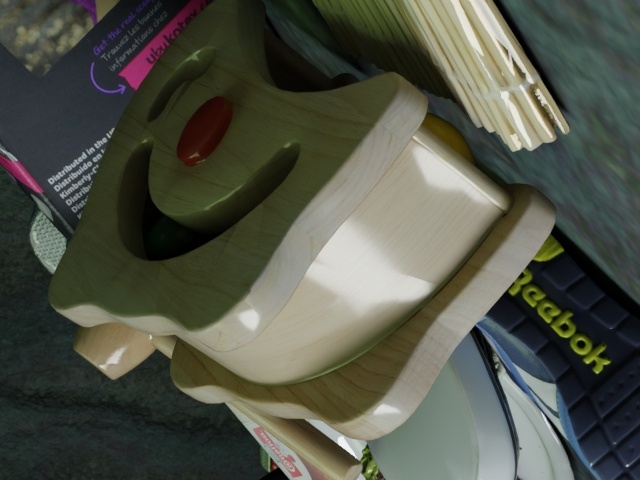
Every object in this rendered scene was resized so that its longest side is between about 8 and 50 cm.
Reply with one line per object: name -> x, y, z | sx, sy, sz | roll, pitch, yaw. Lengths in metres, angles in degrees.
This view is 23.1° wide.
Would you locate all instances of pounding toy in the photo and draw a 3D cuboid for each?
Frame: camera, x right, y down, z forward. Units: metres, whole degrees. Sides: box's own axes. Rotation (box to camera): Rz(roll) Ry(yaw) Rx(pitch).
pounding toy -> 0.000, 0.000, 0.625 | 0.155, 0.154, 0.269 | 36, 164, -27

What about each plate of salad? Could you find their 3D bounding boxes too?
plate of salad -> 0.063, 0.129, 0.957 | 0.199, 0.048, 0.200 | 24, 137, 24

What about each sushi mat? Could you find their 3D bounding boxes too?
sushi mat -> -0.037, -0.164, 0.474 | 0.316, 0.019, 0.151 | 54, 172, -30

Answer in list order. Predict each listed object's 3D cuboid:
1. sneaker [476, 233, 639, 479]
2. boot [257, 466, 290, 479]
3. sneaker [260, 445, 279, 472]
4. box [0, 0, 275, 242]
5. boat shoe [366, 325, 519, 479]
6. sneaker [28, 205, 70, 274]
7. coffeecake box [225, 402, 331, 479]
sneaker -> 0.104, 0.051, 0.599 | 0.144, 0.053, 0.059 | 54, 177, 24
boot -> 0.061, 0.249, 1.228 | 0.246, 0.207, 0.094 | 48, 173, 8
sneaker -> -0.007, 0.132, 1.315 | 0.314, 0.136, 0.116 | 55, 170, -34
box -> -0.148, -0.141, 0.751 | 0.165, 0.143, 0.270 | 40, 167, 49
boat shoe -> 0.048, 0.035, 0.688 | 0.219, 0.070, 0.078 | -117, 38, -49
sneaker -> -0.120, -0.012, 0.950 | 0.283, 0.122, 0.110 | -14, 111, 53
coffeecake box -> 0.022, 0.117, 1.099 | 0.142, 0.068, 0.185 | 50, 151, -7
